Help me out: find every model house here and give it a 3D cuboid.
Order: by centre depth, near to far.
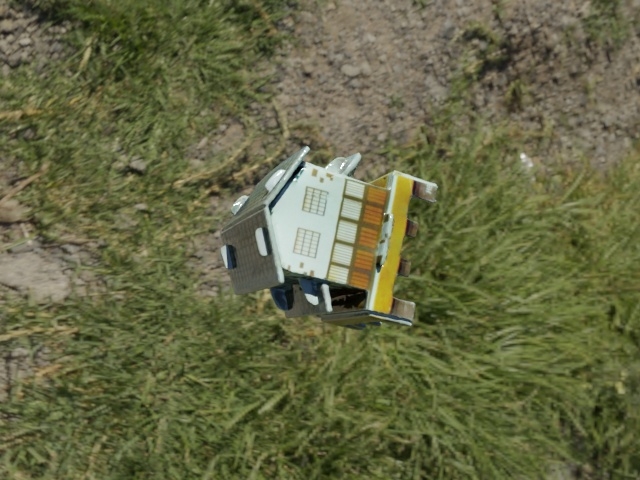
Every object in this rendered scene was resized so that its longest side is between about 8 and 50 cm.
[{"bbox_3d":[0.000,0.000,1.084,0.215,0.224,0.199,17,79,-17],"label":"model house"}]
